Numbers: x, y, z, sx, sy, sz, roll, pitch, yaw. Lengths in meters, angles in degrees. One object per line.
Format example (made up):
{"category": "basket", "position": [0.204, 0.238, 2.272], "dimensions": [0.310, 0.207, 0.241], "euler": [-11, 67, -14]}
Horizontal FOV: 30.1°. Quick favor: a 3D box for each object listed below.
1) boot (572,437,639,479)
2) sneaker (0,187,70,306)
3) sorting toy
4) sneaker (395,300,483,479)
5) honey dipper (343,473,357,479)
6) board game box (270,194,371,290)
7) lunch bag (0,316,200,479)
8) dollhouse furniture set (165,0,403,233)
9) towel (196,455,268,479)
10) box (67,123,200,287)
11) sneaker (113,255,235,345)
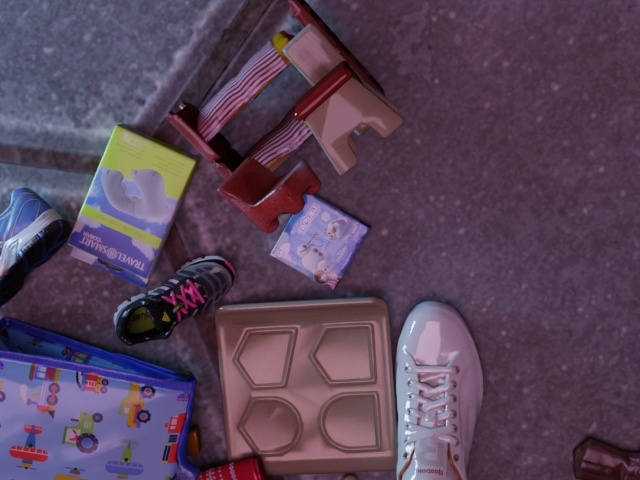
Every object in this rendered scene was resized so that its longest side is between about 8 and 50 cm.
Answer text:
{"category": "boot", "position": [0.368, 0.253, 1.440], "dimensions": [0.114, 0.037, 0.106], "euler": [16, 99, 6]}
{"category": "sneaker", "position": [-0.399, 0.023, 1.448], "dimensions": [0.211, 0.080, 0.081], "euler": [-40, 75, 8]}
{"category": "sorting toy", "position": [-0.063, 0.182, 1.462], "dimensions": [0.307, 0.041, 0.229], "euler": [-3, 103, 6]}
{"category": "sneaker", "position": [0.142, 0.221, 1.408], "dimensions": [0.105, 0.123, 0.290], "euler": [-2, 98, 7]}
{"category": "honey dipper", "position": [0.027, 0.370, 1.491], "dimensions": [0.030, 0.030, 0.161], "euler": [6, 97, 4]}
{"category": "board game box", "position": [0.000, 0.000, 1.431], "dimensions": [0.090, 0.020, 0.090], "euler": [30, 101, 0]}
{"category": "lunch bag", "position": [-0.288, 0.243, 1.432], "dimensions": [0.293, 0.138, 0.221], "euler": [14, 100, 4]}
{"category": "dollhouse furniture set", "position": [-0.048, -0.132, 1.236], "dimensions": [0.201, 0.374, 0.152], "euler": [-42, 99, 8]}
{"category": "towel", "position": [-0.161, 0.394, 1.491], "dimensions": [0.274, 0.031, 0.199], "euler": [-20, 97, 15]}
{"category": "box", "position": [-0.228, -0.038, 1.432], "dimensions": [0.109, 0.042, 0.178], "euler": [24, 100, 1]}
{"category": "sneaker", "position": [-0.177, 0.079, 1.426], "dimensions": [0.170, 0.075, 0.063], "euler": [-27, 109, 10]}
